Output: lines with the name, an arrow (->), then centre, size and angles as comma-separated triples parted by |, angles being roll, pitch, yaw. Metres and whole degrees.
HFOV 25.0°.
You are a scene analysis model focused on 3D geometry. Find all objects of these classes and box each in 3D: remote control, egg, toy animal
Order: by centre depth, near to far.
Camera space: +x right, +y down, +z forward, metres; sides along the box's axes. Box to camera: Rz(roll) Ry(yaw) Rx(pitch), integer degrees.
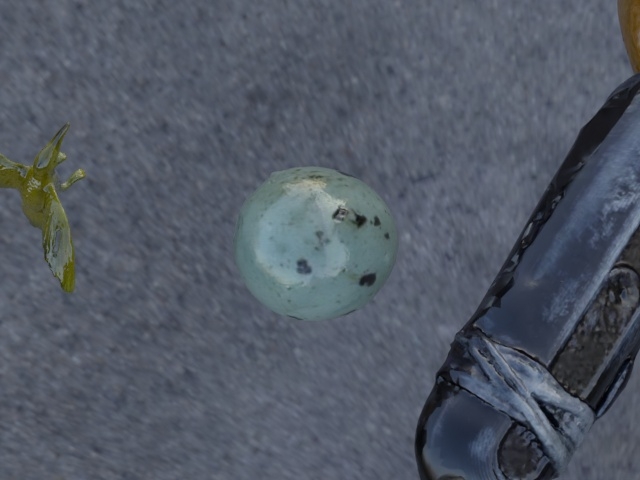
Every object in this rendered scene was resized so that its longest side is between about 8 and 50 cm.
remote control -> 0.136, 0.020, 0.703 | 0.090, 0.066, 0.266 | 38, 70, -12
egg -> 0.000, 0.000, 1.197 | 0.131, 0.164, 0.131 | 3, 96, 27
toy animal -> -0.301, -0.073, 1.566 | 0.219, 0.095, 0.155 | 40, 108, 8

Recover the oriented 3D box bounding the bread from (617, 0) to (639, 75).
bread -> 0.317, -0.054, 0.989 | 0.183, 0.236, 0.388 | -2, 116, 32
